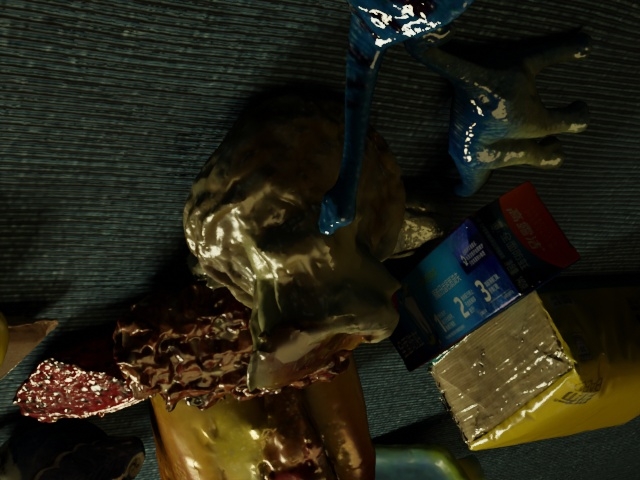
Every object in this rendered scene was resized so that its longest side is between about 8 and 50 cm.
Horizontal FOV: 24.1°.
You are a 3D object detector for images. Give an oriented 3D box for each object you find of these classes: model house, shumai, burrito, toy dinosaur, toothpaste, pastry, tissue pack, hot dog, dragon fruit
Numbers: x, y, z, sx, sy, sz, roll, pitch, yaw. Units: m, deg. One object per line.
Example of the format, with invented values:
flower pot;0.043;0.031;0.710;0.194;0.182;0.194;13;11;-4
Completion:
model house;0.078;0.391;1.989;0.303;0.216;0.237;-24;158;-11
shumai;-0.004;0.010;1.035;0.161;0.153;0.209;-19;142;-6
burrito;0.001;-0.001;1.184;0.229;0.058;0.063;-15;152;-29
toy dinosaur;0.051;-0.164;0.776;0.076;0.144;0.329;3;133;-42
toothpaste;0.122;0.039;1.286;0.066;0.076;0.320;-30;173;-18
pastry;-0.065;0.073;1.198;0.208;0.115;0.097;-10;-162;-13
tissue pack;0.286;0.140;1.707;0.270;0.134;0.192;-2;149;-44
hot dog;-0.053;0.219;1.419;0.185;0.223;0.405;-17;157;-10
toy dinosaur;0.096;-0.088;1.097;0.188;0.075;0.248;-2;157;-28
dragon fruit;-0.201;0.111;1.266;0.097;0.063;0.131;21;144;-21

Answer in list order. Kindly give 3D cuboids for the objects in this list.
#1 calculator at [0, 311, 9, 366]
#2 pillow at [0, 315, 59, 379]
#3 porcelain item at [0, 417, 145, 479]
calculator;-0.298;0.085;1.047;0.146;0.032;0.235;9;141;-26
pillow;-0.304;0.112;1.159;0.135;0.034;0.211;-2;152;-47
porcelain item;-0.255;0.261;1.430;0.186;0.138;0.288;-21;162;-39
